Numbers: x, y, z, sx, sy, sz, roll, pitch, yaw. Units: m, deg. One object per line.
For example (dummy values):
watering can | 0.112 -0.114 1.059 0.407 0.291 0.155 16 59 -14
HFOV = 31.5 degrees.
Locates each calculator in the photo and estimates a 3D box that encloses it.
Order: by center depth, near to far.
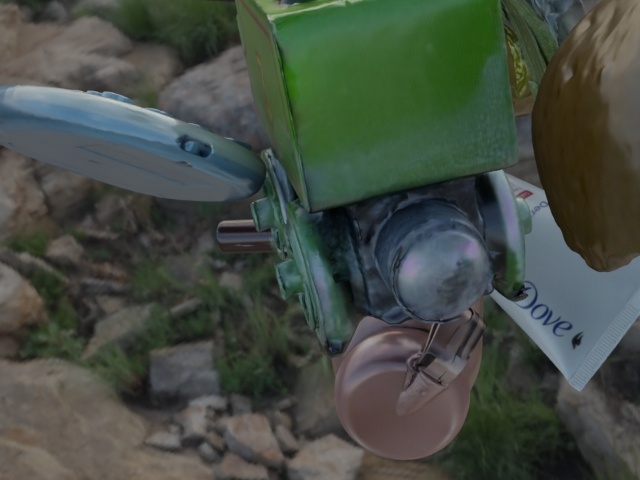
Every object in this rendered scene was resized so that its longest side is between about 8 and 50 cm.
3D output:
calculator | -0.151 -0.070 0.840 0.302 0.188 0.042 4 78 61

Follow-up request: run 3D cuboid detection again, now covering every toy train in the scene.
toy train | 0.030 -0.078 0.778 0.173 0.249 0.307 -14 21 -5

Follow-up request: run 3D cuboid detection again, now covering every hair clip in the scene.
hair clip | 0.223 -0.156 1.036 0.091 0.321 0.138 -21 15 9

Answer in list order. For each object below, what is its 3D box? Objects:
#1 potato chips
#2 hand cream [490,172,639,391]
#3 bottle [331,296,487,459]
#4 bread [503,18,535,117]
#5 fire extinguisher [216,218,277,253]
potato chips | 0.139 -0.060 0.547 0.049 0.150 0.202 7 8 -9
hand cream | 0.178 0.014 0.961 0.133 0.083 0.248 -57 40 5
bottle | 0.104 0.100 1.265 0.206 0.173 0.297 -51 9 26
bread | 0.125 -0.235 1.366 0.332 0.160 0.333 6 12 -1
fire extinguisher | 0.000 0.000 0.928 0.173 0.049 0.035 -2 23 21
